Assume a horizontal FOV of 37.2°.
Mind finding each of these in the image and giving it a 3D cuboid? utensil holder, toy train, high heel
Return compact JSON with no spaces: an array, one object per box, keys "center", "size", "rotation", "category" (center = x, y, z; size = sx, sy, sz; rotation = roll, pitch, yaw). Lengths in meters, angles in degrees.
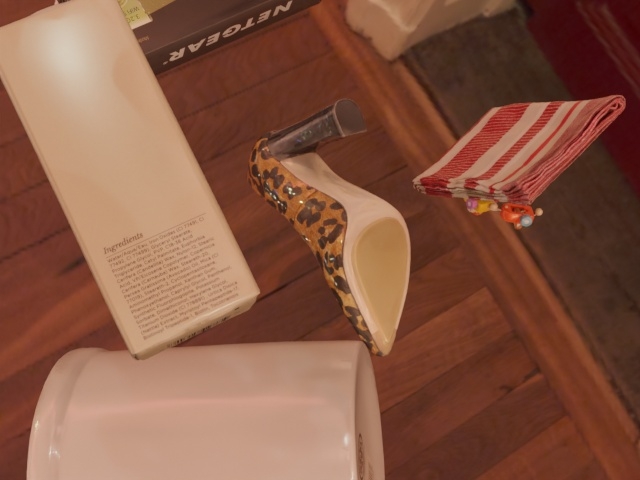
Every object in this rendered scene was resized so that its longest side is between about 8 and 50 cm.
[{"center":[-0.124,0.288,1.210],"size":[0.385,0.327,0.328],"rotation":[-5,72,10],"category":"utensil holder"},{"center":[0.299,-0.070,1.617],"size":[0.125,0.046,0.166],"rotation":[4,36,-8],"category":"toy train"},{"center":[0.000,0.000,1.000],"size":[0.093,0.186,0.261],"rotation":[-7,82,-38],"category":"high heel"}]

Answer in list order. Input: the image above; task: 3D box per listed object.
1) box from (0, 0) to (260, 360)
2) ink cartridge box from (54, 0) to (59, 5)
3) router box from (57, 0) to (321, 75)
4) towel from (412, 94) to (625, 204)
[{"center":[-0.157,-0.050,0.758],"size":[0.113,0.094,0.275],"rotation":[-24,84,-12],"category":"box"},{"center":[-0.315,-0.301,1.425],"size":[0.130,0.309,0.272],"rotation":[12,81,-7],"category":"ink cartridge box"},{"center":[-0.176,-0.352,1.156],"size":[0.308,0.081,0.243],"rotation":[-29,84,-20],"category":"router box"},{"center":[0.310,-0.155,1.554],"size":[0.237,0.329,0.037],"rotation":[-43,111,-16],"category":"towel"}]
